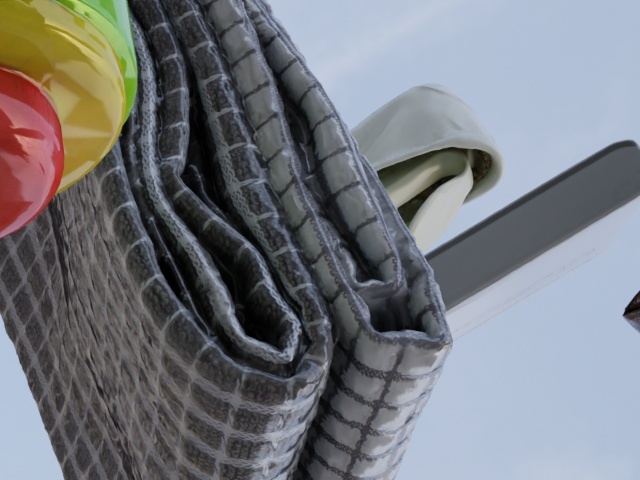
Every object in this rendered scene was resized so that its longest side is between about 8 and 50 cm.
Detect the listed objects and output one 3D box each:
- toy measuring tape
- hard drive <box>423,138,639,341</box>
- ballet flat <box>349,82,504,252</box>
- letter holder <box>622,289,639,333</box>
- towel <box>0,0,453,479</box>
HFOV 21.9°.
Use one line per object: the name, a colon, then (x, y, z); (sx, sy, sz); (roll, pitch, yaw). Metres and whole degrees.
toy measuring tape: (-0.149, -0.027, 0.498); (0.330, 0.121, 0.121); (-36, -97, 36)
hard drive: (0.131, 0.019, 1.181); (0.203, 0.307, 0.040); (-31, -99, 1)
ballet flat: (0.000, 0.000, 1.451); (0.139, 0.400, 0.139); (47, -20, 22)
letter holder: (0.352, 0.079, 0.910); (0.302, 0.214, 0.152); (42, -99, 0)
towel: (-0.067, 0.009, 0.718); (0.235, 0.121, 0.283); (104, -34, -50)
